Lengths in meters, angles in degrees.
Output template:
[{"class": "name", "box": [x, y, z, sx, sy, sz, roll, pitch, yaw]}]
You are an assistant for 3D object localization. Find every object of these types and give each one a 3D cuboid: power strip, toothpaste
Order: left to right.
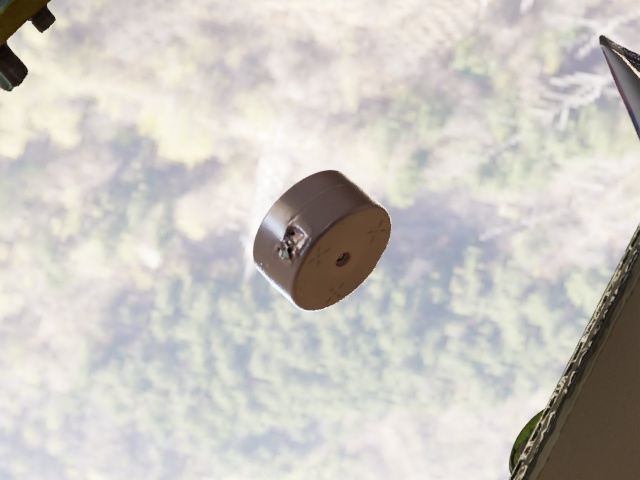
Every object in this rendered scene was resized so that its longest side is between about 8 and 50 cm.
[{"class": "power strip", "box": [0.000, 0.000, 1.725, 0.078, 0.154, 0.154, 43, -178, 31]}, {"class": "toothpaste", "box": [0.297, -0.068, 1.269, 0.096, 0.266, 0.061, 22, 127, -31]}]

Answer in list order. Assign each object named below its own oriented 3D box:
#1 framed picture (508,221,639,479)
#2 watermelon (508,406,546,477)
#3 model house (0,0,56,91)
[{"class": "framed picture", "box": [0.191, 0.132, 0.980, 0.018, 0.293, 0.231, 24, 173, 38]}, {"class": "watermelon", "box": [0.243, 0.200, 1.441, 0.087, 0.163, 0.069, 52, -166, -17]}, {"class": "model house", "box": [-0.309, -0.279, 1.405, 0.215, 0.224, 0.198, 51, 166, -25]}]
